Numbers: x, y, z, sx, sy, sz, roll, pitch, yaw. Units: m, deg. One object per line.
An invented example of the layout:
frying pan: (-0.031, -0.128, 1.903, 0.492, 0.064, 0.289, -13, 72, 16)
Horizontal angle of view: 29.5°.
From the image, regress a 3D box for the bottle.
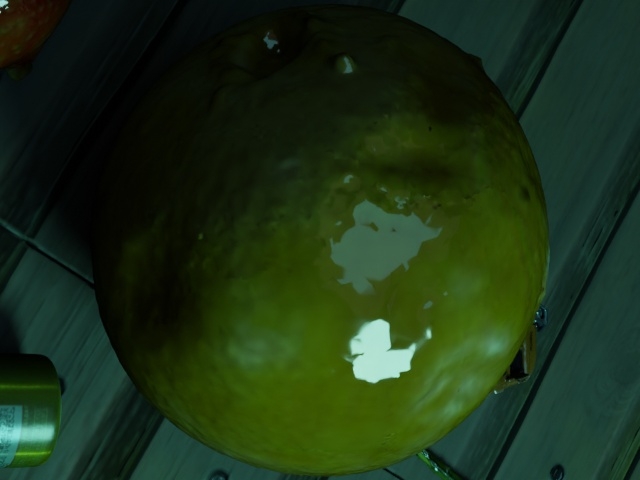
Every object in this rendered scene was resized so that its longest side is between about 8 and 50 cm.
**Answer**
bottle: (-0.320, 0.112, 0.797, 0.286, 0.082, 0.082, 4, 93, -32)

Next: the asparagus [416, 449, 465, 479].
asparagus: (0.116, 0.211, 1.109, 0.127, 0.015, 0.018, 43, 64, -28)

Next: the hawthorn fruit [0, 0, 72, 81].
hawthorn fruit: (-0.230, -0.184, 0.779, 0.169, 0.169, 0.188, -52, 141, -16)

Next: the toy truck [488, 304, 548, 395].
toy truck: (0.140, 0.038, 1.066, 0.092, 0.083, 0.192, -7, 98, -36)

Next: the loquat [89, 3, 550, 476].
loquat: (0.000, 0.000, 0.844, 0.328, 0.328, 0.328, -4, 97, -31)
